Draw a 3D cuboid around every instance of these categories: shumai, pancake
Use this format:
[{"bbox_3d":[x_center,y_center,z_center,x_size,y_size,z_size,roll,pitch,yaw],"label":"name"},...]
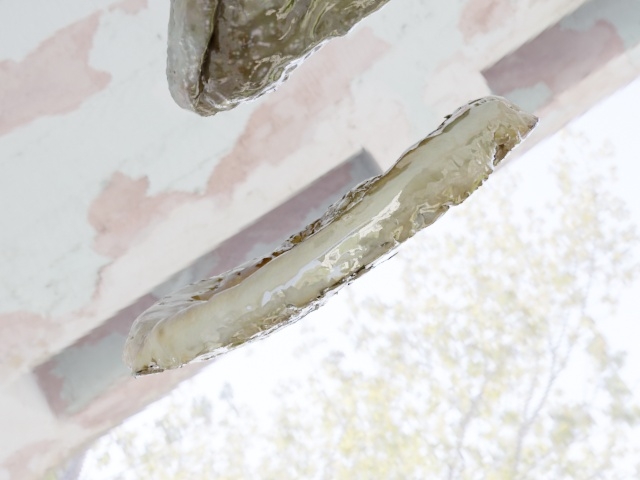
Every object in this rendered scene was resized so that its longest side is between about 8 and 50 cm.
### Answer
[{"bbox_3d":[0.000,-0.250,0.999,0.262,0.314,0.267,12,-12,0],"label":"shumai"},{"bbox_3d":[0.001,0.002,0.779,0.356,0.065,0.356,-35,4,3],"label":"pancake"}]
